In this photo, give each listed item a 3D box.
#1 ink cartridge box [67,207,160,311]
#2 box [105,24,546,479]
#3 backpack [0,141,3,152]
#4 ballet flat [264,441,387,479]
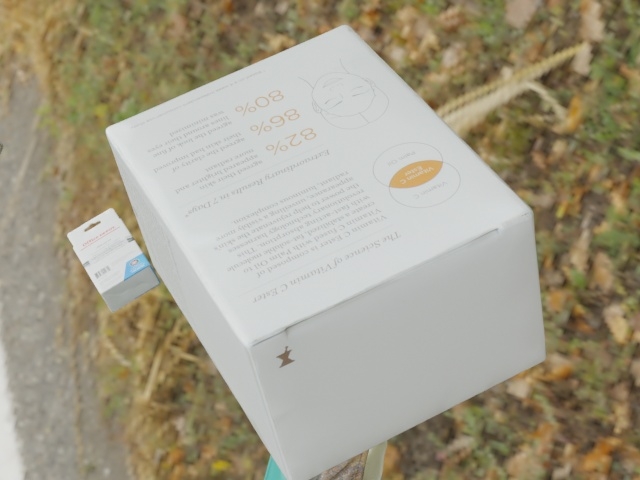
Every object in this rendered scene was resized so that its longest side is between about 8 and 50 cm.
[{"bbox_3d":[-0.175,0.015,1.202,0.048,0.028,0.083,-31,48,-7],"label":"ink cartridge box"},{"bbox_3d":[0.000,0.000,0.636,0.130,0.091,0.170,-25,43,-12],"label":"box"},{"bbox_3d":[-0.301,-0.021,0.896,0.166,0.144,0.188,-42,10,41],"label":"backpack"},{"bbox_3d":[0.012,0.157,1.203,0.107,0.106,0.316,50,140,41],"label":"ballet flat"}]
